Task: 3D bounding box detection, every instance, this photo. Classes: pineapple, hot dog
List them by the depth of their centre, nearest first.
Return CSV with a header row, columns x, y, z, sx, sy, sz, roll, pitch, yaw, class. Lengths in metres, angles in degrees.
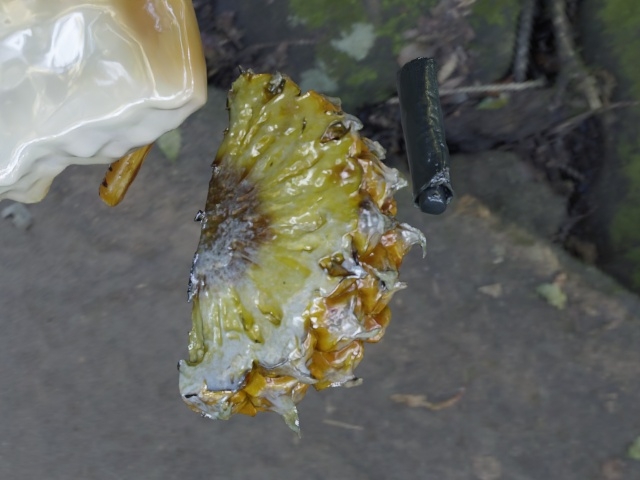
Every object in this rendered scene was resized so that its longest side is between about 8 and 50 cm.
x,y,z,sx,sy,sz,roll,pitch,yaw,class
-0.001,0.000,0.833,0.079,0.135,0.233,40,50,-53,pineapple
-0.194,-0.085,1.411,0.037,0.049,0.122,26,114,-10,hot dog

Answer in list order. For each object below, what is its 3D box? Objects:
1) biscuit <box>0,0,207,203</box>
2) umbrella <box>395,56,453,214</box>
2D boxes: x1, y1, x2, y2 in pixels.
x,y,z,sx,sy,sz,roll,pitch,yaw,class
-0.204,-0.079,0.481,0.309,0.040,0.204,-19,82,4,biscuit
0.076,-0.078,1.014,0.031,0.036,0.133,-2,58,-5,umbrella
